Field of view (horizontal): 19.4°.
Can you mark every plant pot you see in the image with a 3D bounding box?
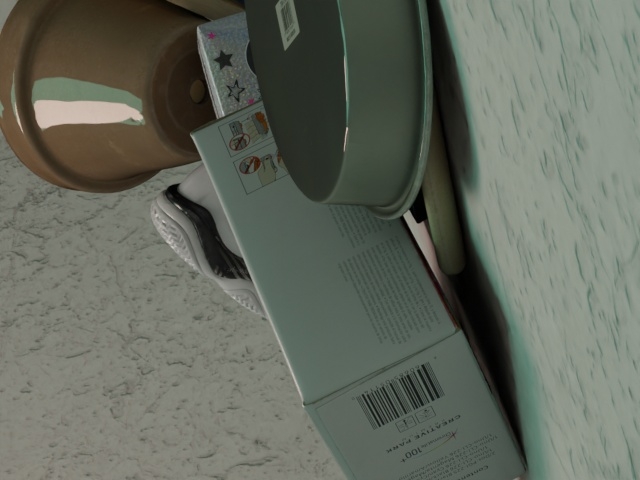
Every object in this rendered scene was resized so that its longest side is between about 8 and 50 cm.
[{"bbox_3d":[-0.197,-0.176,2.085,0.229,0.263,0.263,10,123,49],"label":"plant pot"}]

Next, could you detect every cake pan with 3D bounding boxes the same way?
[{"bbox_3d":[0.003,-0.155,1.309,0.293,0.054,0.293,170,90,-75],"label":"cake pan"}]

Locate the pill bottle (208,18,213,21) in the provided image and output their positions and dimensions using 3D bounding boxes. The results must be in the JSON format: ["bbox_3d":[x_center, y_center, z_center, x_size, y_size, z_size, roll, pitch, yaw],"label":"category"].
[{"bbox_3d":[-0.071,-0.139,2.337,0.162,0.162,0.278,-113,5,-60],"label":"pill bottle"}]

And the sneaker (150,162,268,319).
[{"bbox_3d":[0.000,0.000,2.169,0.366,0.210,0.137,36,-166,-25],"label":"sneaker"}]

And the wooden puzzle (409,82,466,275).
[{"bbox_3d":[0.048,-0.120,1.409,0.239,0.044,0.221,-110,4,-48],"label":"wooden puzzle"}]

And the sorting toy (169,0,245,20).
[{"bbox_3d":[-0.142,-0.320,2.108,0.257,0.089,0.255,20,-167,-36],"label":"sorting toy"}]

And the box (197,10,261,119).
[{"bbox_3d":[-0.030,-0.112,1.909,0.163,0.142,0.247,169,83,-87],"label":"box"}]

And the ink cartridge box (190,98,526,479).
[{"bbox_3d":[0.037,0.066,1.510,0.309,0.130,0.272,65,-178,41],"label":"ink cartridge box"}]

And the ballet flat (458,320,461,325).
[{"bbox_3d":[0.119,0.125,1.640,0.173,0.049,0.057,84,-163,-48],"label":"ballet flat"}]
